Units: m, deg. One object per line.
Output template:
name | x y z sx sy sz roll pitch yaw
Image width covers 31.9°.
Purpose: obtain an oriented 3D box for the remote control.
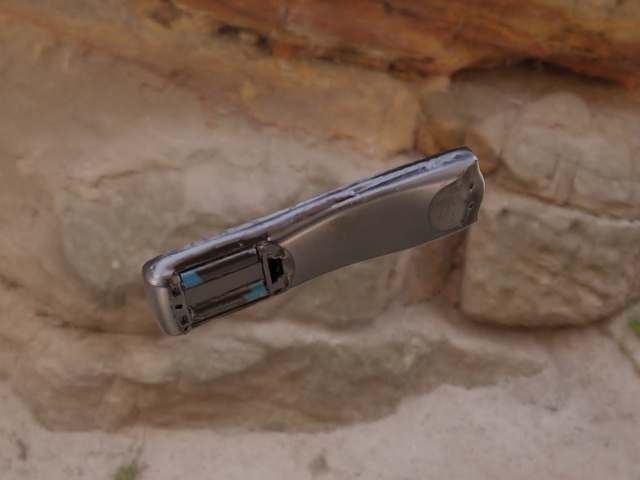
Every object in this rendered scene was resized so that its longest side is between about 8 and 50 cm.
remote control | 0.000 0.000 0.656 0.212 0.059 0.028 -21 41 -12
